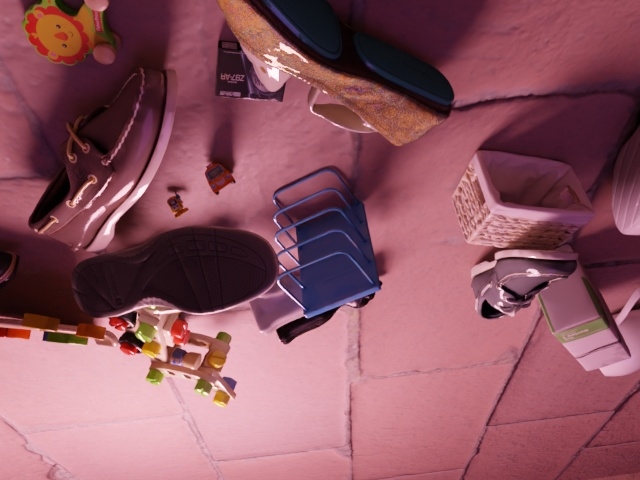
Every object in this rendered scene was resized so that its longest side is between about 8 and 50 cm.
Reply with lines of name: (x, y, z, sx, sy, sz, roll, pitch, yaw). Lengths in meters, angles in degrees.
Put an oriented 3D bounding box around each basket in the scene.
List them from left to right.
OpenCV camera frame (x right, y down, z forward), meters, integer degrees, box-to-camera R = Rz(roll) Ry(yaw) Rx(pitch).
basket: (0.295, -0.054, 0.861, 0.168, 0.113, 0.103, 5, 141, -16)

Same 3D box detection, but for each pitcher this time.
pitcher: (0.669, 0.189, 1.240, 0.207, 0.125, 0.177, -37, 114, 16)

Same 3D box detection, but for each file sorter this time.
file sorter: (0.000, 0.000, 0.827, 0.118, 0.170, 0.104, -24, 136, 18)

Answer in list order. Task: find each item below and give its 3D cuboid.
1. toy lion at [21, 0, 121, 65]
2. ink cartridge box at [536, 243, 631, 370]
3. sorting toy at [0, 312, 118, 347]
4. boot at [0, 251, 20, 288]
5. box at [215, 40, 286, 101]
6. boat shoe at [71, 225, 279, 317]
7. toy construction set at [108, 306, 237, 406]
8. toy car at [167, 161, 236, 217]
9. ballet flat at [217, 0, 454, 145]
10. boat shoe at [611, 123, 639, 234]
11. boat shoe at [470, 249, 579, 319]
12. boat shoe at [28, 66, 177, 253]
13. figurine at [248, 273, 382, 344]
toy lion: (-0.265, -0.230, 0.607, 0.096, 0.034, 0.100, 7, 139, -7)
ink cartridge box: (0.488, 0.133, 1.088, 0.093, 0.160, 0.219, -28, 137, 24)
sorting toy: (-0.444, 0.144, 0.910, 0.229, 0.041, 0.307, 16, 165, -26)
boot: (-0.561, 0.030, 0.828, 0.198, 0.076, 0.137, -15, 143, 6)
box: (-0.082, -0.200, 0.684, 0.084, 0.018, 0.067, 2, 139, -14)
boat shoe: (-0.196, 0.043, 0.802, 0.321, 0.118, 0.103, -12, -175, 23)
toy construction set: (-0.233, 0.154, 0.986, 0.215, 0.151, 0.327, 19, 131, 5)
toy car: (-0.173, -0.070, 0.801, 0.122, 0.060, 0.040, -29, 105, 14)
ballet flat: (0.000, -0.196, 0.632, 0.349, 0.123, 0.123, 20, 133, -34)
boat shoe: (0.510, -0.132, 0.797, 0.119, 0.121, 0.335, -4, 139, 0)
boat shoe: (0.322, 0.076, 0.929, 0.117, 0.098, 0.319, 4, 170, -2)
boat shoe: (-0.272, -0.094, 0.707, 0.097, 0.116, 0.324, 16, 141, -31)
figurine: (0.000, 0.089, 0.973, 0.210, 0.092, 0.215, -22, 162, 3)
